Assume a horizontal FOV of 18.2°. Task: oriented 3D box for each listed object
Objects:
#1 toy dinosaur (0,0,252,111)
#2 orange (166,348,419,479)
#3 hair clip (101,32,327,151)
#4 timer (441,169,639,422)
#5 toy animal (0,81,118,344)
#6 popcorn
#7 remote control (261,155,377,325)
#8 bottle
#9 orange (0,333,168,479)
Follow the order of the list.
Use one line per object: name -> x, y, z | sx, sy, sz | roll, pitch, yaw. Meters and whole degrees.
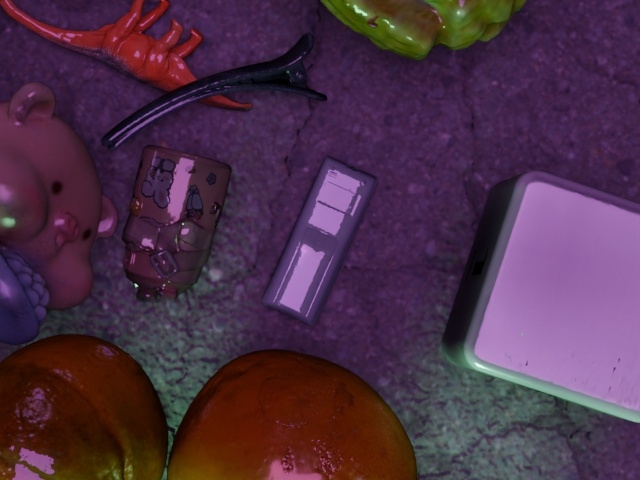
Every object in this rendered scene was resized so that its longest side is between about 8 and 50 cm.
toy dinosaur -> -0.189, -0.201, 1.959 | 0.279, 0.055, 0.101 | 34, 93, -2
orange -> -0.026, 0.222, 1.864 | 0.240, 0.240, 0.240 | 0, 88, -3
hair clip -> -0.107, -0.140, 1.946 | 0.229, 0.039, 0.070 | -17, 109, -13
timer -> 0.239, 0.053, 1.906 | 0.192, 0.195, 0.194 | 18, 87, -3
toy animal -> -0.327, -0.014, 1.885 | 0.221, 0.210, 0.229 | 4, 58, 23
popcorn -> 0.092, -0.306, 1.888 | 0.282, 0.247, 0.282 | 0, 101, 3
remote control -> 0.000, 0.000, 1.977 | 0.061, 0.029, 0.162 | 23, 87, -4
bottle -> -0.144, -0.011, 1.937 | 0.099, 0.099, 0.152 | 15, 89, -3
orange -> -0.237, 0.204, 1.821 | 0.171, 0.240, 0.240 | 22, 87, 27
